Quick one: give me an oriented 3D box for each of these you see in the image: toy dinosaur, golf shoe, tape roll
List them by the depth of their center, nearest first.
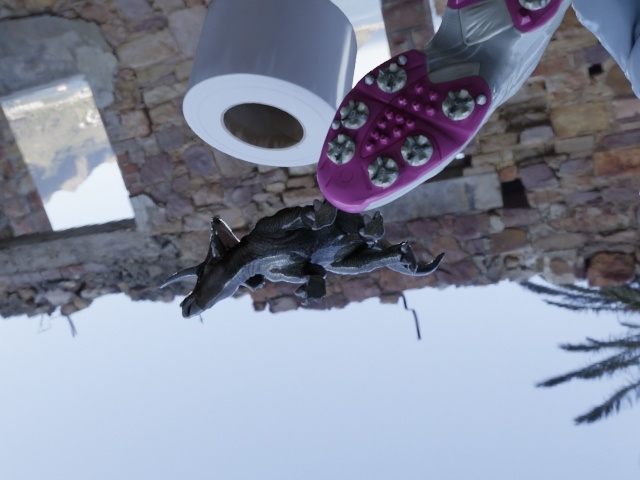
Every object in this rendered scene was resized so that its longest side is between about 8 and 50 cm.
[{"bbox_3d":[0.124,-0.134,0.544,0.306,0.115,0.140,-46,158,-1],"label":"golf shoe"},{"bbox_3d":[0.000,0.000,0.628,0.314,0.121,0.160,-13,-164,-31],"label":"toy dinosaur"},{"bbox_3d":[-0.073,-0.244,0.895,0.246,0.169,0.246,8,159,3],"label":"tape roll"}]

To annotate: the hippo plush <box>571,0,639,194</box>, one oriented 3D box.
[{"bbox_3d":[0.431,-0.233,0.572,0.237,0.294,0.234,-11,164,-10],"label":"hippo plush"}]
